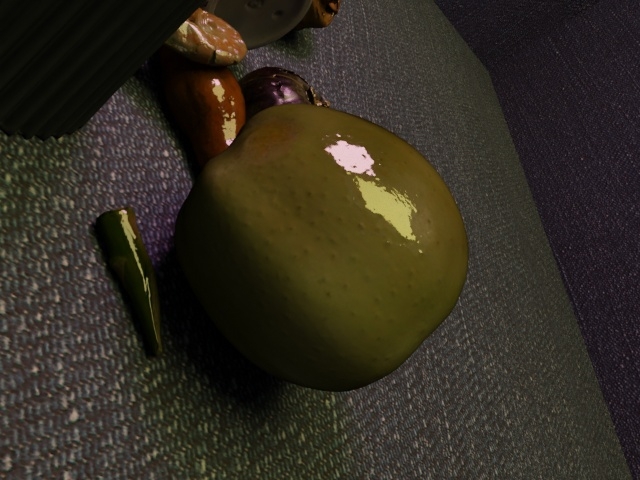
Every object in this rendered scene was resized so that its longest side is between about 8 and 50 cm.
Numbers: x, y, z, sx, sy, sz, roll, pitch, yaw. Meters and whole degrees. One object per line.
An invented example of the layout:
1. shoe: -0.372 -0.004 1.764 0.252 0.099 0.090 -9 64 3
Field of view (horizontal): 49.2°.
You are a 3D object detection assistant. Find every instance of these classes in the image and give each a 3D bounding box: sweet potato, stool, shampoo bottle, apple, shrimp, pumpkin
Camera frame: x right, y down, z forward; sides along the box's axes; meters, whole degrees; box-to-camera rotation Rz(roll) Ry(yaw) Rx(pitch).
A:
1. sweet potato: -0.173 -0.212 1.049 0.112 0.112 0.359 -4 63 -61
2. stool: -0.264 -0.317 0.750 0.297 0.330 0.297 40 33 -33
3. shampoo bottle: -0.154 -0.483 1.170 0.273 0.273 0.266 5 53 -58
4. apple: 0.000 0.000 0.878 0.357 0.357 0.357 41 32 -33
5. shrimp: -0.207 -0.312 1.001 0.217 0.051 0.115 18 37 -23
6. pumpkin: -0.049 -0.182 1.172 0.238 0.159 0.238 38 31 -28

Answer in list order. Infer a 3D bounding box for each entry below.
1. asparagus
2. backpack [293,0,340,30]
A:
1. asparagus: -0.208 0.045 0.801 0.045 0.041 0.178 -12 74 -54
2. backpack: -0.068 -0.620 1.480 0.378 0.201 0.353 62 35 -52
